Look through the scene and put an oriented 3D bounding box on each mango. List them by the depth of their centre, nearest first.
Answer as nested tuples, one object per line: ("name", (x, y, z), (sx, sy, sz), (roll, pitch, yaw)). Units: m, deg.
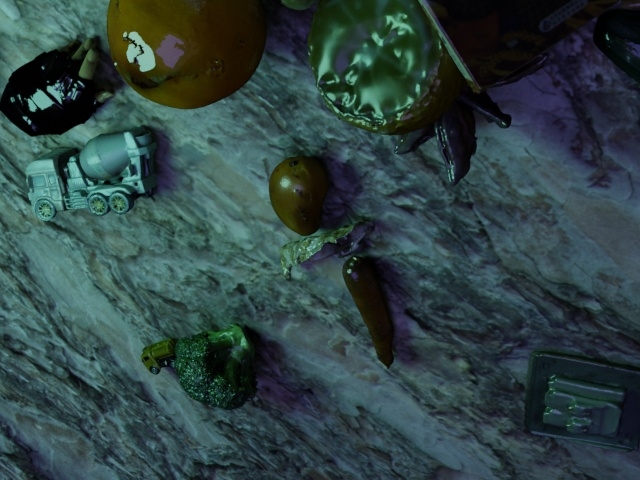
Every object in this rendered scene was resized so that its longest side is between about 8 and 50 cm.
("mango", (-0.042, -0.072, 1.979), (0.105, 0.084, 0.159), (20, 129, 16))

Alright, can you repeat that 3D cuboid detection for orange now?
("orange", (-0.202, -0.321, 1.771), (0.246, 0.246, 0.246), (11, 127, 15))

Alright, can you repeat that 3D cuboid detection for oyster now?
("oyster", (0.002, 0.003, 2.025), (0.199, 0.106, 0.061), (-20, 72, 17))

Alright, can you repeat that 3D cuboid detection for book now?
("book", (0.222, -0.448, 1.535), (0.300, 0.039, 0.428), (-34, 108, 4))

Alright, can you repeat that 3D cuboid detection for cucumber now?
("cucumber", (0.494, -0.245, 1.648), (0.244, 0.063, 0.115), (26, 129, 6))

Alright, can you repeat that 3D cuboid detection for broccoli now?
("broccoli", (-0.190, 0.243, 2.218), (0.156, 0.195, 0.195), (-35, 109, -2))

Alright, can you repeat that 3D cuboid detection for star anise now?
("star anise", (0.205, -0.214, 1.758), (0.198, 0.110, 0.258), (38, 117, 26))

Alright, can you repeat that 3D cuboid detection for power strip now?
("power strip", (0.459, 0.293, 2.041), (0.213, 0.064, 0.198), (7, 128, 17))

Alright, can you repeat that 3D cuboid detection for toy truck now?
("toy truck", (-0.403, -0.122, 2.086), (0.256, 0.108, 0.140), (-4, 109, 23))
("toy truck", (-0.316, 0.229, 2.329), (0.083, 0.049, 0.054), (-20, 113, 31))

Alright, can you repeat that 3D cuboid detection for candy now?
("candy", (0.102, -0.280, 1.702), (0.260, 0.118, 0.260), (6, 101, 35))

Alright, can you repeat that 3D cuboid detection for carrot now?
("carrot", (0.094, 0.129, 2.084), (0.059, 0.059, 0.248), (-4, 125, 25))

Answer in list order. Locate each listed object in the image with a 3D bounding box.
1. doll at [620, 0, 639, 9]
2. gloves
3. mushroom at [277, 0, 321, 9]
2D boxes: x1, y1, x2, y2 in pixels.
("doll", (0.460, -0.334, 1.603), (0.093, 0.051, 0.062), (11, 99, 12))
("gloves", (-0.442, -0.264, 1.999), (0.164, 0.124, 0.203), (26, 140, -20))
("mushroom", (-0.045, -0.462, 1.574), (0.130, 0.247, 0.344), (10, 142, 35))
